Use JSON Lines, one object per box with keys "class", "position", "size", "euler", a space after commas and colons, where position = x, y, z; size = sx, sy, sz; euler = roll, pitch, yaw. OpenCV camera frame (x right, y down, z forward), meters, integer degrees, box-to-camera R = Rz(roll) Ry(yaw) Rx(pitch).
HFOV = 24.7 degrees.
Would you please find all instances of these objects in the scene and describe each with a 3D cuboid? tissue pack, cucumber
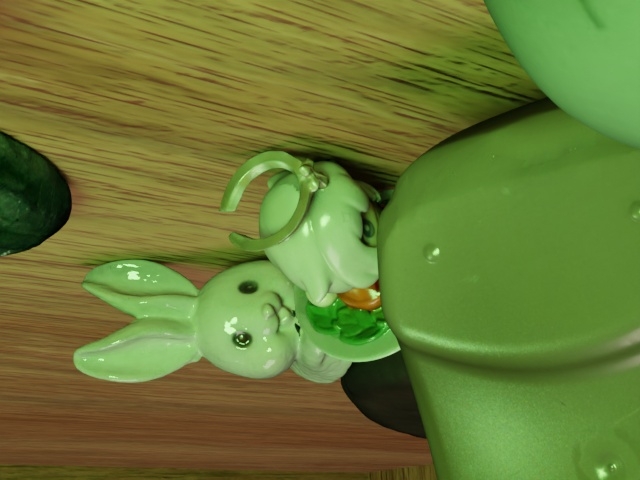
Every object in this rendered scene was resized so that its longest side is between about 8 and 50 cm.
{"class": "tissue pack", "position": [0.211, 0.096, 0.824], "size": [0.267, 0.387, 0.277], "euler": [-14, -179, 35]}
{"class": "cucumber", "position": [-0.229, -0.028, 0.881], "size": [0.115, 0.063, 0.244], "euler": [-9, 167, 24]}

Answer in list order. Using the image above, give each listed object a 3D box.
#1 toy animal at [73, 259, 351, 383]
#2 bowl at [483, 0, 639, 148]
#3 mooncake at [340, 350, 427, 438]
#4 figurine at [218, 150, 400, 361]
{"class": "toy animal", "position": [-0.082, 0.063, 1.192], "size": [0.221, 0.103, 0.131], "euler": [3, 166, -28]}
{"class": "bowl", "position": [0.187, -0.095, 0.523], "size": [0.289, 0.146, 0.289], "euler": [-3, 166, -1]}
{"class": "mooncake", "position": [0.156, 0.096, 1.321], "size": [0.283, 0.141, 0.283], "euler": [3, 160, 1]}
{"class": "figurine", "position": [0.000, 0.000, 0.964], "size": [0.132, 0.132, 0.154], "euler": [-11, 152, 30]}
